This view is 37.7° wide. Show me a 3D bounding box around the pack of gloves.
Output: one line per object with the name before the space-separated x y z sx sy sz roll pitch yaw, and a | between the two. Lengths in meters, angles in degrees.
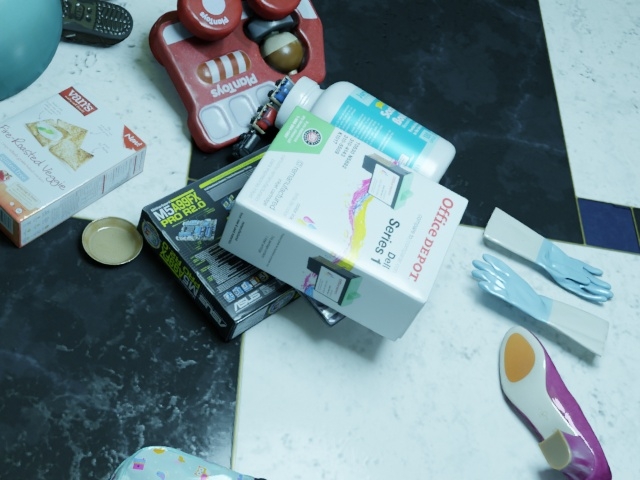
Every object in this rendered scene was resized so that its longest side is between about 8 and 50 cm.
pack of gloves | 0.340 0.070 1.455 0.232 0.046 0.195 31 40 3

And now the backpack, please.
backpack | -0.154 0.307 1.070 0.181 0.115 0.152 20 54 2

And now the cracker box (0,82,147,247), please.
cracker box | -0.387 -0.114 1.344 0.155 0.067 0.232 41 53 14

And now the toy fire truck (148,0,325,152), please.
toy fire truck | -0.117 -0.297 1.525 0.302 0.169 0.254 -26 91 -32

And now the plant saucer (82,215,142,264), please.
plant saucer | -0.293 0.003 1.318 0.083 0.015 0.083 9 52 -12

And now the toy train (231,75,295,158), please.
toy train | -0.085 -0.192 1.456 0.027 0.036 0.158 41 74 -34

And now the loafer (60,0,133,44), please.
loafer | -0.416 -0.356 1.512 0.220 0.078 0.080 17 68 -13

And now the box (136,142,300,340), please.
box | -0.091 -0.010 1.351 0.270 0.060 0.216 -31 71 -34

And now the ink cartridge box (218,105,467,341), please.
ink cartridge box | 0.035 -0.024 1.271 0.278 0.117 0.201 29 53 0

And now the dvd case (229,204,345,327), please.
dvd case | 0.000 0.000 1.328 0.164 0.018 0.221 -32 73 -34

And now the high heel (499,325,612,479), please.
high heel | 0.332 0.230 1.317 0.117 0.082 0.244 28 27 -37

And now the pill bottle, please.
pill bottle | 0.064 -0.148 1.448 0.264 0.146 0.146 32 52 4

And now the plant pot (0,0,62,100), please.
plant pot | -0.510 -0.361 1.315 0.292 0.235 0.293 3 81 -17
